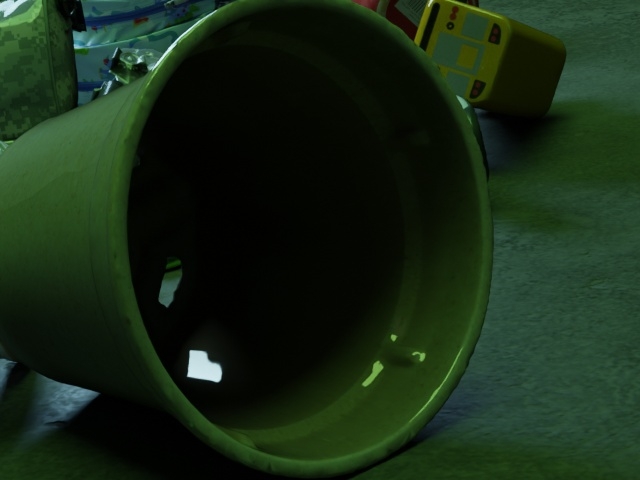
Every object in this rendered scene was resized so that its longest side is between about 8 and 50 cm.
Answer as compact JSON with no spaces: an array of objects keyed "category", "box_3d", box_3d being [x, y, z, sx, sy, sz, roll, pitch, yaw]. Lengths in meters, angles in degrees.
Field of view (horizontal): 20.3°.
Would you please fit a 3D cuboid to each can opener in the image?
[{"category":"can opener","box_3d":[-0.218,-0.124,1.980,0.076,0.095,0.283,16,36,-2]}]

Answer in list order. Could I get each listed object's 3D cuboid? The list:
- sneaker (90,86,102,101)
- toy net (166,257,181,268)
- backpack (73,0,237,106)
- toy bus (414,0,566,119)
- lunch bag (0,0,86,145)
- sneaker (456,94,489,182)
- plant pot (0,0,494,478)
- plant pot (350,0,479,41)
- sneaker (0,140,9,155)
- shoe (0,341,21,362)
[{"category":"sneaker","box_3d":[-0.239,-0.122,2.110,0.081,0.090,0.232,-12,17,-15]},{"category":"toy net","box_3d":[-0.245,0.008,1.774,0.232,0.045,0.122,2,21,32]},{"category":"backpack","box_3d":[-0.203,-0.282,2.397,0.356,0.273,0.290,-31,32,-7]},{"category":"toy bus","box_3d":[0.193,-0.208,2.067,0.130,0.108,0.333,19,7,20]},{"category":"lunch bag","box_3d":[-0.406,-0.148,1.978,0.305,0.256,0.212,-6,17,0]},{"category":"sneaker","box_3d":[0.067,-0.086,1.883,0.163,0.106,0.281,-16,8,-12]},{"category":"plant pot","box_3d":[-0.095,0.003,1.333,0.334,0.333,0.305,-21,10,-38]},{"category":"plant pot","box_3d":[0.121,-0.335,2.516,0.191,0.191,0.174,-9,25,-6]},{"category":"sneaker","box_3d":[-0.342,-0.068,1.767,0.103,0.111,0.252,13,22,29]},{"category":"shoe","box_3d":[-0.285,0.036,1.455,0.058,0.219,0.076,-5,59,10]}]
